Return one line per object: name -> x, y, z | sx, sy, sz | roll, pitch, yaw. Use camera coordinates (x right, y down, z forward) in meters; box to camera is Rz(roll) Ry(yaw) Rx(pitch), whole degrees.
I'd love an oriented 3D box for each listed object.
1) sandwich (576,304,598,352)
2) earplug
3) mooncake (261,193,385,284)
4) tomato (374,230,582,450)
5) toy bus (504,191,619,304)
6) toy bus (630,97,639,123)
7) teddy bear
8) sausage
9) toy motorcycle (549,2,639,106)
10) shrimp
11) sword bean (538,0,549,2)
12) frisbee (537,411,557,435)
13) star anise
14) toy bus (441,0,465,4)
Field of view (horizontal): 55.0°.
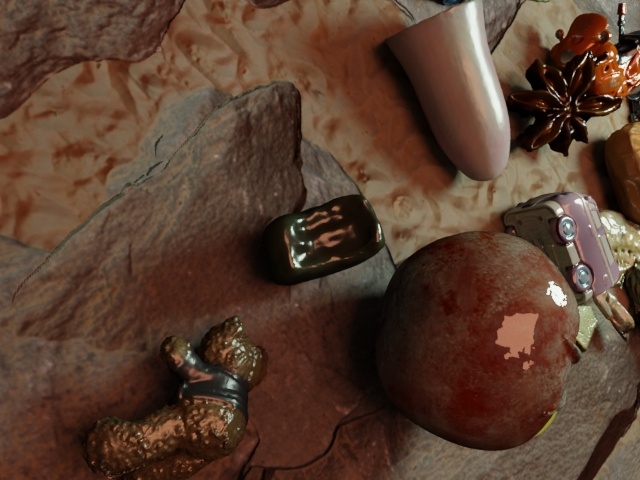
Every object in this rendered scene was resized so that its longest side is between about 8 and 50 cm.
sandwich -> 0.501, 0.160, 1.222 | 0.105, 0.036, 0.093 | 37, 65, -20
earplug -> 0.245, -0.244, 1.073 | 0.172, 0.172, 0.301 | -32, 106, -32
mooncake -> 0.000, 0.000, 0.865 | 0.175, 0.168, 0.104 | -15, 89, -48
tomato -> 0.226, 0.142, 0.894 | 0.283, 0.316, 0.316 | 13, 73, 2
toy bus -> 0.453, 0.009, 1.159 | 0.142, 0.142, 0.202 | -25, 96, -27
toy bus -> 0.778, -0.339, 1.466 | 0.075, 0.064, 0.190 | 1, 81, -44
teddy bear -> -0.148, 0.212, 0.757 | 0.251, 0.129, 0.182 | -51, 145, -32
sausage -> 0.701, -0.139, 1.345 | 0.136, 0.120, 0.241 | -25, 97, -40
toy motorcycle -> 0.621, -0.388, 1.329 | 0.326, 0.148, 0.221 | -22, 118, -24
shrimp -> 0.660, 0.104, 1.305 | 0.247, 0.085, 0.360 | -28, 91, -32
sword bean -> 0.469, -0.525, 1.333 | 0.083, 0.012, 0.012 | -7, 85, -33
frisbee -> 0.368, 0.248, 1.136 | 0.236, 0.017, 0.236 | 6, 78, -31
star anise -> 0.474, -0.262, 1.221 | 0.220, 0.126, 0.190 | -9, 87, -6
toy bus -> 0.227, -0.522, 1.109 | 0.210, 0.136, 0.126 | 2, 81, -33
